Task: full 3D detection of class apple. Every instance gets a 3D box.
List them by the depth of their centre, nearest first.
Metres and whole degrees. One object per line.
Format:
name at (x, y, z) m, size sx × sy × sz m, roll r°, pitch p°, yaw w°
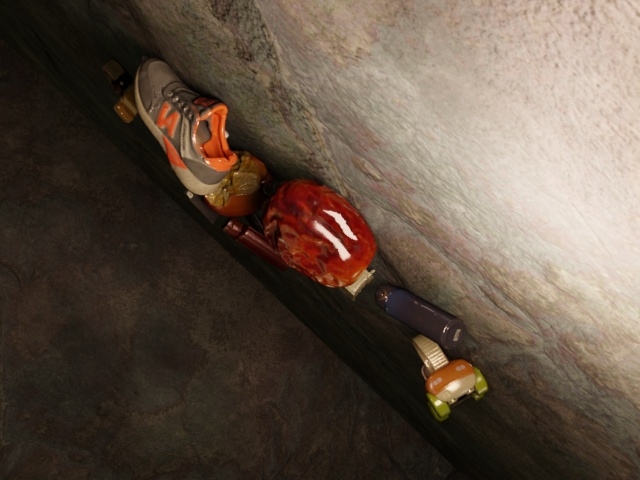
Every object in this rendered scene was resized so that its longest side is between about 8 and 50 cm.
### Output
apple at (-0.199, -0.134, 1.674) m, size 0.158 × 0.156 × 0.147 m, roll 16°, pitch 152°, yaw 11°

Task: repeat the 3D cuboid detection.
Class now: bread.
bread at (-0.507, -0.378, 1.895) m, size 0.073 × 0.122 × 0.149 m, roll 43°, pitch 170°, yaw -20°

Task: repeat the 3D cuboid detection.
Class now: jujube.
jujube at (-0.005, -0.021, 1.420) m, size 0.243 × 0.183 × 0.183 m, roll 35°, pitch 169°, yaw -6°

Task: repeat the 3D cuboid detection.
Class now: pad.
pad at (-0.257, -0.150, 1.745) m, size 0.004 × 0.193 × 0.116 m, roll -1°, pitch 139°, yaw 42°

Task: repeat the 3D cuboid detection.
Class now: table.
table at (0.088, 0.095, 1.728) m, size 0.062 × 0.083 × 0.079 m, roll 41°, pitch 169°, yaw 11°

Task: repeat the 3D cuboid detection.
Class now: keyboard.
keyboard at (-0.229, -0.079, 2.296) m, size 0.093 × 0.025 × 0.230 m, roll 38°, pitch 168°, yaw 26°

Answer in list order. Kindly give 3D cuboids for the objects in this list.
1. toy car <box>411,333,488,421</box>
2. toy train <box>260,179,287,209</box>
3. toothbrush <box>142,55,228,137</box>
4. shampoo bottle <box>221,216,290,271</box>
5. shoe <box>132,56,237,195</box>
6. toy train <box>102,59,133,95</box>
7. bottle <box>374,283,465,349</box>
toy car at (0.315, 0.339, 1.810) m, size 0.235 × 0.145 × 0.235 m, roll 61°, pitch 176°, yaw 6°
toy train at (-0.045, -0.051, 1.637) m, size 0.228 × 0.091 × 0.136 m, roll 46°, pitch 158°, yaw -16°
toothbrush at (-0.325, -0.343, 1.673) m, size 0.275 × 0.019 × 0.025 m, roll 44°, pitch 174°, yaw -5°
shampoo bottle at (-0.212, 0.009, 2.340) m, size 0.260 × 0.064 × 0.102 m, roll 36°, pitch 159°, yaw -20°
shoe at (-0.286, -0.277, 1.527) m, size 0.171 × 0.132 × 0.336 m, roll -30°, pitch 86°, yaw 39°
toy train at (-0.589, -0.472, 2.014) m, size 0.087 × 0.050 × 0.138 m, roll 50°, pitch 168°, yaw -13°
bottle at (0.217, 0.166, 1.582) m, size 0.082 × 0.072 × 0.244 m, roll 24°, pitch -178°, yaw -38°
